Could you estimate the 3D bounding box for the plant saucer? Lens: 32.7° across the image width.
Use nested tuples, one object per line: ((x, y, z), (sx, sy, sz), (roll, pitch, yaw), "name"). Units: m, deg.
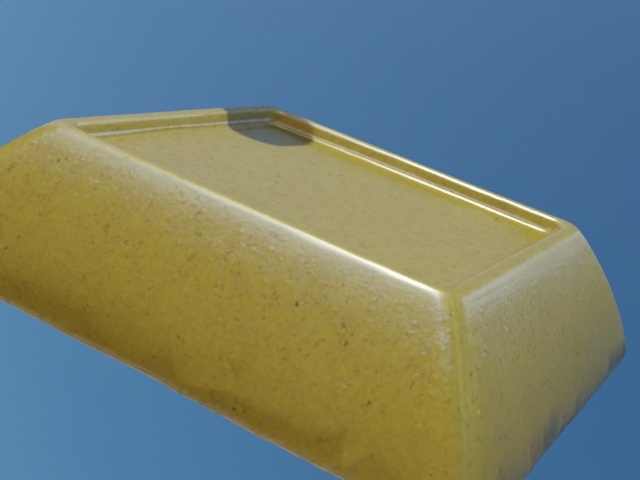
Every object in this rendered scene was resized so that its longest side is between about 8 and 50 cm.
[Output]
((0.000, 0.000, 0.622), (0.332, 0.333, 0.081), (23, -72, 22), "plant saucer")
